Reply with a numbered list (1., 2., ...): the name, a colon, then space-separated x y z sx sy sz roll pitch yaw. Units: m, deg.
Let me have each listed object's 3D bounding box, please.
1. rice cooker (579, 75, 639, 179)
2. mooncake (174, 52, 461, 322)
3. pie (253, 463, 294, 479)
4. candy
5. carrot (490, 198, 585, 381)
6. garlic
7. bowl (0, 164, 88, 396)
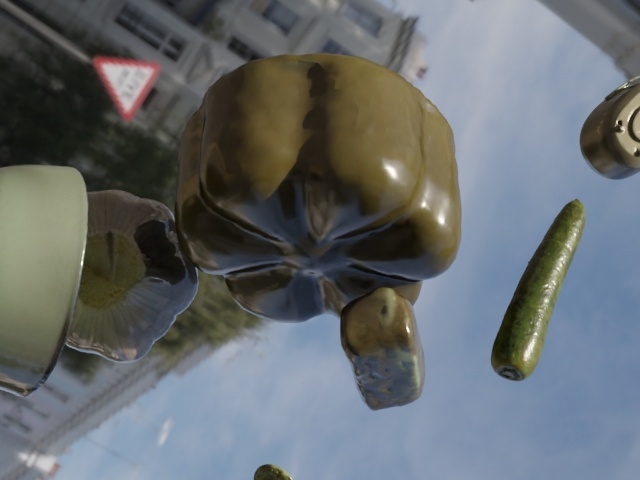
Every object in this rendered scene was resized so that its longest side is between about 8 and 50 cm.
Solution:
1. rice cooker: 0.550 -0.197 2.041 0.206 0.145 0.127 -41 -176 -12
2. mooncake: -0.006 -0.065 1.845 0.467 0.467 0.262 -38 -143 46
3. pie: -0.077 0.418 2.000 0.084 0.084 0.021 -47 177 31
4. candy: 0.091 0.156 1.648 0.234 0.104 0.102 73 9 -55
5. carrot: 0.352 0.066 1.846 0.074 0.074 0.358 -31 -154 55
6. garlic: -0.374 0.049 2.065 0.317 0.317 0.259 -62 180 -13
7. bowl: -0.489 0.044 1.724 0.354 0.185 0.354 -34 -131 53
